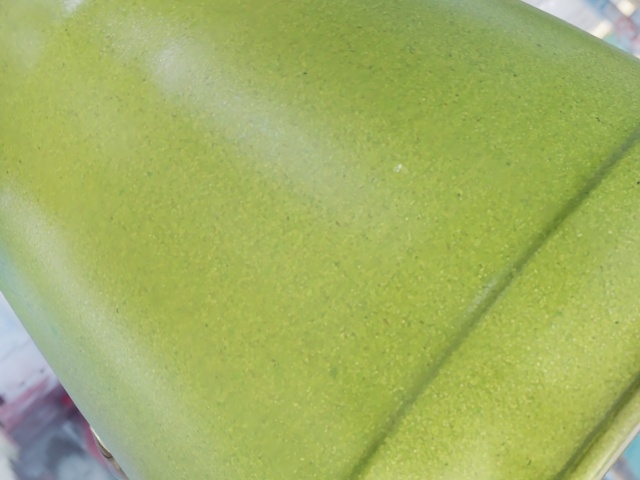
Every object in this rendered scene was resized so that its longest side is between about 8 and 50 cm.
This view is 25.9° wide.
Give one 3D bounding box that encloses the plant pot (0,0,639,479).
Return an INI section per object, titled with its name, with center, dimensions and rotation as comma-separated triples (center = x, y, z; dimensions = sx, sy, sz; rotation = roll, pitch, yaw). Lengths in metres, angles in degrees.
[plant pot]
center = 0.000, 0.000, 0.709
dimensions = 0.366, 0.353, 0.366
rotation = -49, 167, -15

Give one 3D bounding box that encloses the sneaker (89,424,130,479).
[sneaker]
center = -0.130, 0.178, 1.166
dimensions = 0.188, 0.071, 0.066
rotation = -7, -139, 48
